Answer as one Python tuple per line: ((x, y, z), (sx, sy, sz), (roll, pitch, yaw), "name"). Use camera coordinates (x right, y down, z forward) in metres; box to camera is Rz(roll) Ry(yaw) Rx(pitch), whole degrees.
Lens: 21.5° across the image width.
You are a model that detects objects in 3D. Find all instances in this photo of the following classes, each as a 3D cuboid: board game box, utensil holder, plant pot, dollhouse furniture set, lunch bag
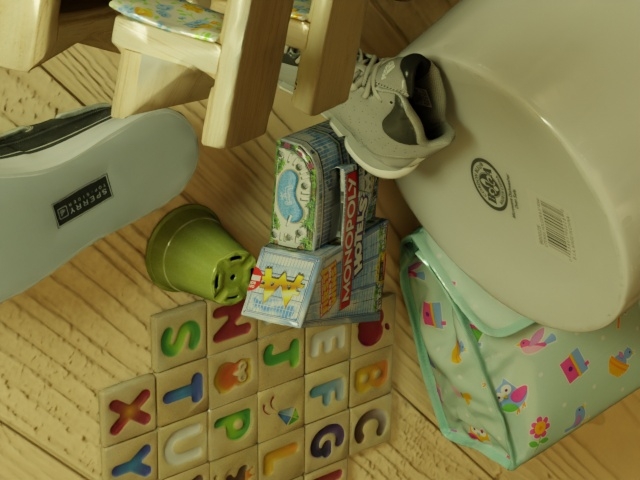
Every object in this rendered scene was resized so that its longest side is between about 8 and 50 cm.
((0.000, 0.000, 1.494), (0.194, 0.060, 0.194), (-31, 128, -63), "board game box")
((0.285, -0.149, 1.545), (0.385, 0.327, 0.327), (-38, 130, -22), "utensil holder")
((-0.097, 0.020, 1.470), (0.083, 0.079, 0.083), (-18, 121, -33), "plant pot")
((-0.124, -0.259, 1.142), (0.394, 0.362, 0.256), (-28, 133, -64), "dollhouse furniture set")
((0.207, 0.061, 1.702), (0.223, 0.160, 0.262), (-28, 114, -22), "lunch bag")

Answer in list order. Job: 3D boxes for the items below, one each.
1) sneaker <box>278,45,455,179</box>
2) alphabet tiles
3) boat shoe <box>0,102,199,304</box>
((0.029, -0.152, 1.414), (0.229, 0.132, 0.086), (41, 63, -17), "sneaker")
((-0.062, 0.170, 1.618), (0.342, 0.011, 0.285), (-17, 120, -35), "alphabet tiles")
((-0.241, -0.037, 1.304), (0.306, 0.105, 0.113), (-33, 124, -33), "boat shoe")
